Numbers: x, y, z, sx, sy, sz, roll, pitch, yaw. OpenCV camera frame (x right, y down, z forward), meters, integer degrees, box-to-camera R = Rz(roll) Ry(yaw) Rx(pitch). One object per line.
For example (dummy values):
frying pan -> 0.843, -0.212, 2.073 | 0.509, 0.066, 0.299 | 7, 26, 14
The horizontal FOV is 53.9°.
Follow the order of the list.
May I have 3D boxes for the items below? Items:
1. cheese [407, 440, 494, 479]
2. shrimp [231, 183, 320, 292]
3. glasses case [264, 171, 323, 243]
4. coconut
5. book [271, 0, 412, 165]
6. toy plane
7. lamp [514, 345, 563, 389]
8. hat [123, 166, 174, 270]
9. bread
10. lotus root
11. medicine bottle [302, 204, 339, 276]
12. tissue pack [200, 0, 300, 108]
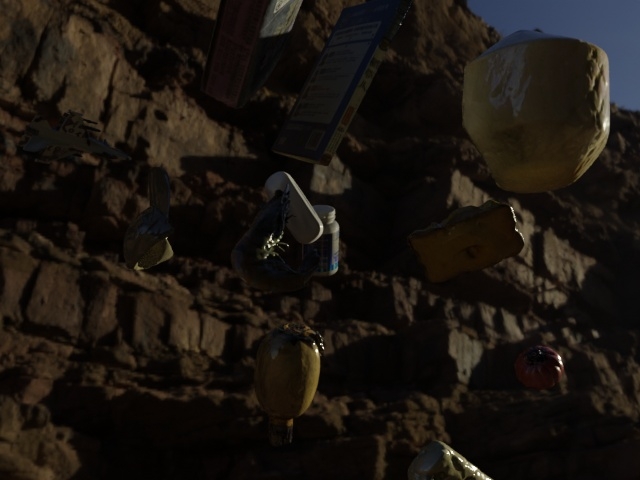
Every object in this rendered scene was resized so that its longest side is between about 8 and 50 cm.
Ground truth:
cheese -> 0.167, 0.287, 0.700 | 0.194, 0.065, 0.043 | 43, -21, -30
shrimp -> -0.070, -0.005, 1.292 | 0.169, 0.296, 0.058 | 22, -43, 1
glasses case -> -0.065, -0.079, 1.519 | 0.074, 0.193, 0.049 | -37, -12, 15
coconut -> 0.526, -0.332, 1.560 | 0.345, 0.415, 0.415 | -2, -34, 12
book -> 0.039, -0.389, 1.532 | 0.039, 0.300, 0.428 | 28, -90, -28
toy plane -> -0.492, -0.202, 1.264 | 0.160, 0.082, 0.234 | -40, -22, 32
lamp -> 0.499, 0.291, 1.439 | 0.107, 0.107, 0.092 | -20, -60, 18
hat -> -0.354, -0.045, 1.257 | 0.144, 0.173, 0.166 | -26, -12, -23
bread -> 0.318, -0.003, 1.378 | 0.233, 0.088, 0.160 | -16, -46, 18
lotus root -> -0.088, 0.365, 1.600 | 0.183, 0.309, 0.183 | 8, 5, -1
medicine bottle -> 0.000, 0.000, 1.819 | 0.107, 0.107, 0.191 | -2, -68, -7
tissue pack -> -0.102, -0.441, 1.164 | 0.122, 0.259, 0.361 | 30, -30, -5
